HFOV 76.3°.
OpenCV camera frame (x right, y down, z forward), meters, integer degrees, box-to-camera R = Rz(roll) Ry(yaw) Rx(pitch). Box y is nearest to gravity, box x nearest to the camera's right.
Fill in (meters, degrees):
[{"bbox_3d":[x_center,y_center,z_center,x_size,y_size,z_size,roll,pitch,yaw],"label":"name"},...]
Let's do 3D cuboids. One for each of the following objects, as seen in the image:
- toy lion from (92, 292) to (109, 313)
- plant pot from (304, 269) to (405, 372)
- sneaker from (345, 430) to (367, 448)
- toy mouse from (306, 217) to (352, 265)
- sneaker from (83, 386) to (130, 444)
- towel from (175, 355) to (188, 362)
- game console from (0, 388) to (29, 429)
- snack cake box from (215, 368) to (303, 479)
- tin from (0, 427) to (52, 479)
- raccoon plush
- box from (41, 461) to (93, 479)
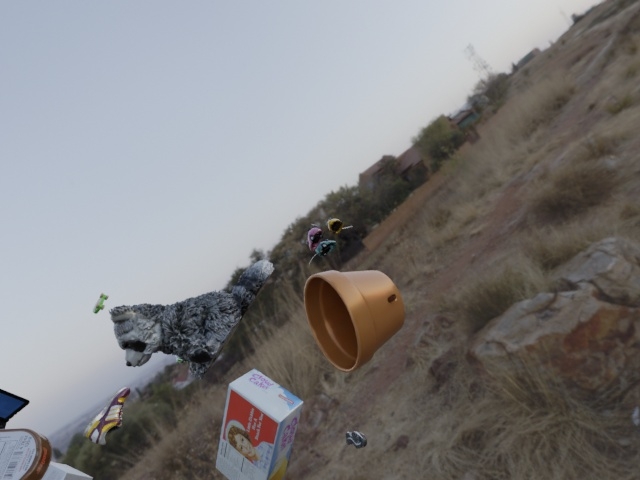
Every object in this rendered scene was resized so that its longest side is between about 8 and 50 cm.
[{"bbox_3d":[-0.986,0.288,1.812,0.096,0.034,0.100,-44,31,20],"label":"toy lion"},{"bbox_3d":[0.108,0.209,1.203,0.203,0.291,0.291,-18,-10,-27],"label":"plant pot"},{"bbox_3d":[0.101,0.515,1.063,0.043,0.040,0.109,0,-17,-16],"label":"sneaker"},{"bbox_3d":[0.000,0.000,1.065,0.143,0.031,0.161,-58,-32,9],"label":"toy mouse"},{"bbox_3d":[-0.667,0.569,1.323,0.185,0.084,0.070,-59,-5,-48],"label":"sneaker"},{"bbox_3d":[-0.617,0.543,1.906,0.113,0.023,0.152,6,-5,-22],"label":"towel"},{"bbox_3d":[-0.970,0.529,1.215,0.085,0.124,0.144,-18,-41,3],"label":"game console"},{"bbox_3d":[-0.149,0.458,0.955,0.089,0.152,0.264,-19,-52,-54],"label":"snack cake box"},{"bbox_3d":[-0.540,0.361,0.658,0.189,0.106,0.040,-3,-46,0],"label":"tin"},{"bbox_3d":[-0.375,0.184,1.186,0.446,0.299,0.216,-58,0,-43],"label":"raccoon plush"},{"bbox_3d":[-0.971,0.896,1.516,0.170,0.130,0.091,3,56,27],"label":"box"}]
